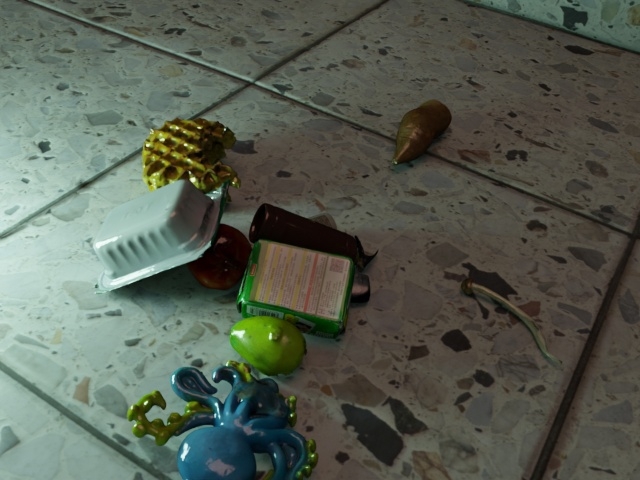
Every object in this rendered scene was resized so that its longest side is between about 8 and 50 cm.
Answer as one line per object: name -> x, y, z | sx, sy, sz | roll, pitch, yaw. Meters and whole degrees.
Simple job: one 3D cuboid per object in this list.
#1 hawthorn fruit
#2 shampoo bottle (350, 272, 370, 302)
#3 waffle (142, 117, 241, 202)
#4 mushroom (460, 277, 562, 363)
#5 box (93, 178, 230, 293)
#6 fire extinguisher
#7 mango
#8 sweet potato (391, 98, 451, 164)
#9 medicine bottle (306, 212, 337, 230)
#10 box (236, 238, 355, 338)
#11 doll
hawthorn fruit -> -0.226, 0.041, 1.584 | 0.156, 0.157, 0.194 | -13, 15, -22
shampoo bottle -> 0.000, 0.110, 1.632 | 0.233, 0.049, 0.087 | 2, 41, -6
waffle -> -0.359, -0.213, 1.894 | 0.260, 0.151, 0.324 | 1, 39, -12
mushroom -> 0.461, 0.183, 1.626 | 0.068, 0.043, 0.306 | -38, 57, -19
box -> -0.389, -0.035, 1.587 | 0.336, 0.106, 0.264 | -19, 34, 19
fire extinguisher -> 0.000, 0.000, 1.675 | 0.343, 0.102, 0.138 | 20, 37, -23
mango -> -0.114, 0.216, 1.455 | 0.178, 0.100, 0.119 | 16, 43, 23
sweet potato -> 0.297, -0.337, 2.151 | 0.131, 0.131, 0.336 | 25, 42, 20
medicine bottle -> -0.033, -0.017, 1.755 | 0.140, 0.079, 0.079 | -19, 46, -28
box -> -0.051, 0.109, 1.541 | 0.249, 0.103, 0.180 | 13, 67, 0
doll -> -0.171, 0.368, 1.287 | 0.345, 0.099, 0.341 | 26, 31, 15
